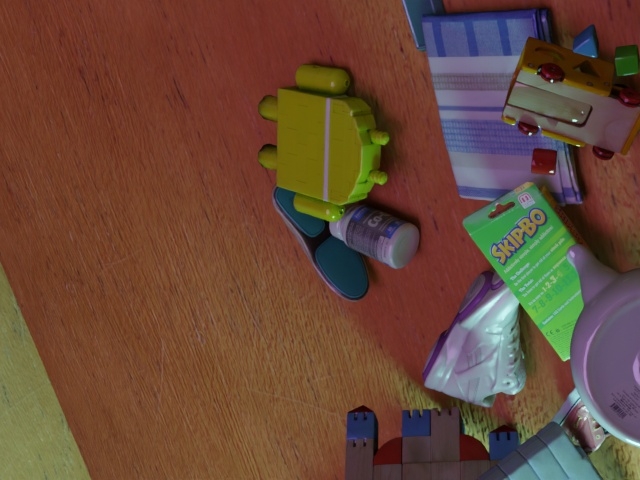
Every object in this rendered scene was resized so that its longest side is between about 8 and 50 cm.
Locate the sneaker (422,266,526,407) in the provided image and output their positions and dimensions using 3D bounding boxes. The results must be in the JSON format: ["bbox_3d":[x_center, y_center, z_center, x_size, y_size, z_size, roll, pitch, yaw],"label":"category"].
[{"bbox_3d":[0.273,0.148,1.762,0.152,0.114,0.305,28,137,4],"label":"sneaker"}]

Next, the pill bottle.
[{"bbox_3d":[0.086,-0.013,1.852,0.137,0.078,0.078,25,133,35],"label":"pill bottle"}]

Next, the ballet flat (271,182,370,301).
[{"bbox_3d":[0.000,0.000,1.972,0.248,0.086,0.086,57,143,3],"label":"ballet flat"}]

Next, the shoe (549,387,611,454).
[{"bbox_3d":[0.408,0.252,1.698,0.081,0.063,0.178,41,146,18],"label":"shoe"}]

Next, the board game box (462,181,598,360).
[{"bbox_3d":[0.320,0.040,1.593,0.124,0.039,0.259,-31,105,30],"label":"board game box"}]

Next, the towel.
[{"bbox_3d":[0.250,-0.181,1.576,0.209,0.034,0.285,5,120,43],"label":"towel"}]

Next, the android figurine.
[{"bbox_3d":[0.004,-0.153,1.819,0.273,0.056,0.248,15,111,44],"label":"android figurine"}]

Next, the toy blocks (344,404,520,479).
[{"bbox_3d":[0.189,0.397,1.888,0.381,0.261,0.191,-4,147,12],"label":"toy blocks"}]

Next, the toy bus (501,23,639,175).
[{"bbox_3d":[0.331,-0.182,1.432,0.191,0.104,0.202,-17,123,32],"label":"toy bus"}]

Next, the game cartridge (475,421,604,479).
[{"bbox_3d":[0.366,0.471,1.736,0.355,0.230,0.068,55,171,-16],"label":"game cartridge"}]

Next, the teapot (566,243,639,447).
[{"bbox_3d":[0.446,0.143,1.482,0.252,0.187,0.256,1,101,11],"label":"teapot"}]

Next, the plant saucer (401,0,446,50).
[{"bbox_3d":[0.133,-0.357,1.601,0.067,0.018,0.192,1,118,48],"label":"plant saucer"}]
